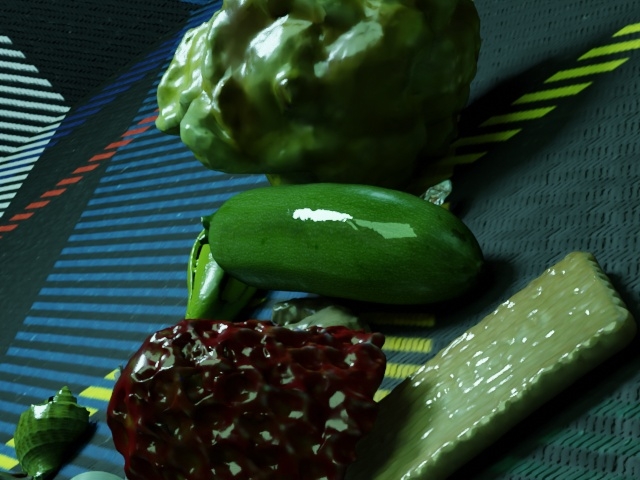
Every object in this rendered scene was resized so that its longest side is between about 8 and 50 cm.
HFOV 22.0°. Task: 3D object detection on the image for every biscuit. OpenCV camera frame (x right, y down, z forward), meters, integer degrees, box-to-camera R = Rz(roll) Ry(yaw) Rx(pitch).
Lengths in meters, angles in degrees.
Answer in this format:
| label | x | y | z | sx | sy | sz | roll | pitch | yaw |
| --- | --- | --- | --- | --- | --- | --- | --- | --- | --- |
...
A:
| label | x | y | z | sx | sy | sz | roll | pitch | yaw |
| --- | --- | --- | --- | --- | --- | --- | --- | --- | --- |
| biscuit | 0.117 | 0.110 | 1.206 | 0.250 | 0.030 | 0.160 | -39 | 16 | 9 |

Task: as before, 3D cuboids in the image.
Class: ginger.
| label | x | y | z | sx | sy | sz | roll | pitch | yaw |
| --- | --- | --- | --- | --- | --- | --- | --- | --- | --- |
| ginger | -0.051 | 0.135 | 1.452 | 0.149 | 0.065 | 0.258 | -13 | 31 | 53 |

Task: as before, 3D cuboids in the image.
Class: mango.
| label | x | y | z | sx | sy | sz | roll | pitch | yaw |
| --- | --- | --- | --- | --- | --- | --- | --- | --- | --- |
| mango | -0.103 | 0.040 | 1.773 | 0.091 | 0.074 | 0.165 | -21 | 38 | 38 |

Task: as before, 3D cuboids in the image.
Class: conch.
| label | x | y | z | sx | sy | sz | roll | pitch | yaw |
| --- | --- | --- | --- | --- | --- | --- | --- | --- | --- |
| conch | -0.297 | 0.214 | 1.799 | 0.089 | 0.074 | 0.121 | -40 | 32 | 61 |

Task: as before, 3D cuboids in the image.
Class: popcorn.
| label | x | y | z | sx | sy | sz | roll | pitch | yaw |
| --- | --- | --- | --- | --- | --- | --- | --- | --- | --- |
| popcorn | 0.013 | -0.175 | 1.695 | 0.335 | 0.279 | 0.274 | -51 | 22 | 27 |

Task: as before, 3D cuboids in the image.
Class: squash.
| label | x | y | z | sx | sy | sz | roll | pitch | yaw |
| --- | --- | --- | --- | --- | --- | --- | --- | --- | --- |
| squash | 0.000 | 0.000 | 1.509 | 0.107 | 0.107 | 0.395 | -49 | 29 | -22 |

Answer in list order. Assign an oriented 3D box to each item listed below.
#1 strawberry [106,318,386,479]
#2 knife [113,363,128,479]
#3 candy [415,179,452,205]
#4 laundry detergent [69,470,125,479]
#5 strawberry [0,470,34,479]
| label | x | y | z | sx | sy | sz | roll | pitch | yaw |
| --- | --- | --- | --- | --- | --- | --- | --- | --- | --- |
| strawberry | -0.066 | 0.128 | 1.259 | 0.234 | 0.178 | 0.234 | -53 | 14 | 18 |
| knife | -0.154 | 0.203 | 1.289 | 0.053 | 0.123 | 0.278 | -11 | 22 | 5 |
| candy | 0.055 | -0.004 | 1.588 | 0.182 | 0.046 | 0.053 | -26 | 19 | 27 |
| laundry detergent | -0.204 | 0.272 | 1.336 | 0.290 | 0.143 | 0.094 | -87 | 15 | -74 |
| strawberry | -0.305 | 0.325 | 1.492 | 0.236 | 0.111 | 0.190 | -61 | 20 | 20 |
